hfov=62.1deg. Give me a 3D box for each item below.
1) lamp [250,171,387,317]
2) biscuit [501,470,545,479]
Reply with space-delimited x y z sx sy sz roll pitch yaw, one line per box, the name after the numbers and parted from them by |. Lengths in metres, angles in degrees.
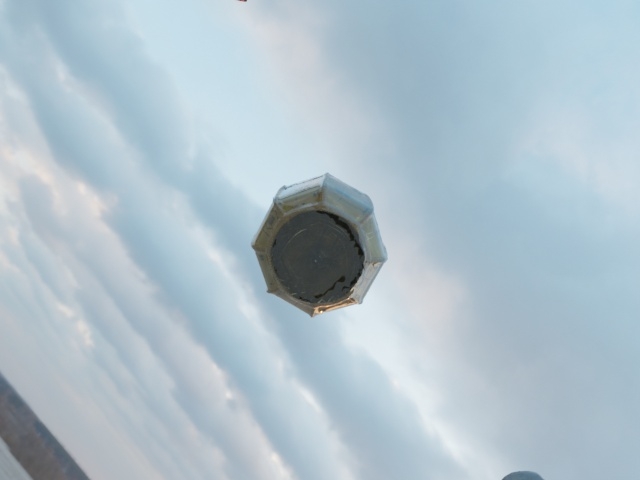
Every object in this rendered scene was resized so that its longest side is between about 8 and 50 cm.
0.000 0.000 0.645 0.161 0.161 0.185 54 8 -7 | lamp
0.111 0.169 0.231 0.129 0.119 0.019 16 -35 26 | biscuit
